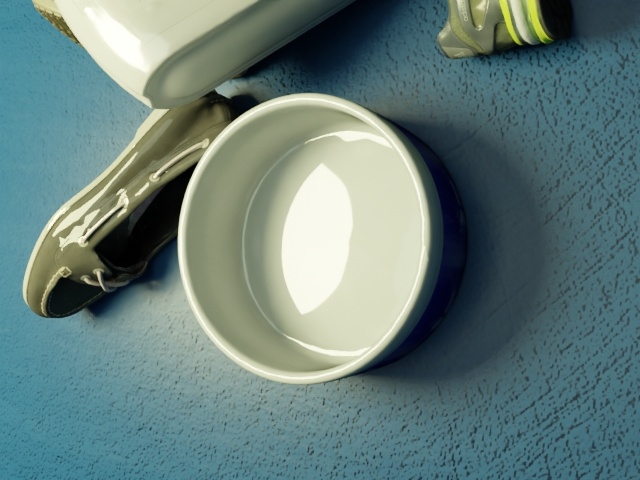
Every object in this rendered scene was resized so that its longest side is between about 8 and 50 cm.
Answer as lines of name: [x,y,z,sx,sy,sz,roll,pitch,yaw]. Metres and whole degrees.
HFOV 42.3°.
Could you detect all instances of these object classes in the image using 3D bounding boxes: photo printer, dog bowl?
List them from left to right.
photo printer: [-0.111,-0.287,0.806,0.308,0.107,0.256,-34,72,-4]
dog bowl: [0.000,0.000,0.789,0.265,0.104,0.264,-2,86,29]

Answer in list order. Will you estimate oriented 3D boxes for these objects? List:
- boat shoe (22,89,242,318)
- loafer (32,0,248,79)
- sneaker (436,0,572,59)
boat shoe: [-0.202,-0.020,0.895,0.335,0.112,0.095,-48,62,13]
loafer: [-0.190,-0.249,0.915,0.269,0.102,0.092,17,79,15]
sneaker: [0.126,-0.302,0.744,0.121,0.111,0.299,-18,77,30]
